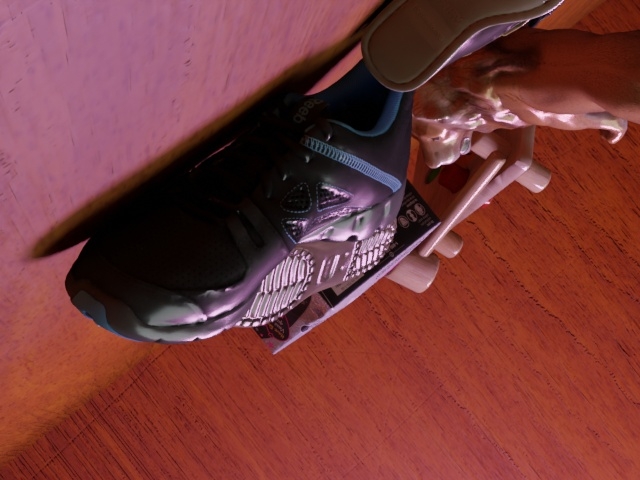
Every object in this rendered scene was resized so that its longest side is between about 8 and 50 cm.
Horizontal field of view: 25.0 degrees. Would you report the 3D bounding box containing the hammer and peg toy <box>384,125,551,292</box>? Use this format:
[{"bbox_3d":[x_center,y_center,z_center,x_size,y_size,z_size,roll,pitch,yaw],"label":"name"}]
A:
[{"bbox_3d":[0.208,-0.092,1.973,0.266,0.127,0.361,-41,-154,40],"label":"hammer and peg toy"}]

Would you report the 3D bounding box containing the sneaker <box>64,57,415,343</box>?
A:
[{"bbox_3d":[-0.053,-0.042,1.073,0.341,0.125,0.140,-33,148,-44],"label":"sneaker"}]

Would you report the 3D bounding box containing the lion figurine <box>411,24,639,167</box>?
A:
[{"bbox_3d":[0.252,-0.151,1.347,0.240,0.142,0.392,4,174,-34],"label":"lion figurine"}]

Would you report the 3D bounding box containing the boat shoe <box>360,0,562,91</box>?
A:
[{"bbox_3d":[0.121,-0.185,1.023,0.228,0.081,0.068,-30,-173,45],"label":"boat shoe"}]

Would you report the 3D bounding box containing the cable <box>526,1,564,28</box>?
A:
[{"bbox_3d":[0.317,-0.322,1.845,0.184,0.047,0.150,-37,178,-42],"label":"cable"}]

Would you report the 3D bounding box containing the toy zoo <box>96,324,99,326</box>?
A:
[{"bbox_3d":[-0.112,-0.012,1.422,0.293,0.030,0.192,-38,178,-22],"label":"toy zoo"}]

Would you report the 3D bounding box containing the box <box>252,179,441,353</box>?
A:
[{"bbox_3d":[0.000,0.000,1.768,0.247,0.163,0.142,-37,178,-44],"label":"box"}]

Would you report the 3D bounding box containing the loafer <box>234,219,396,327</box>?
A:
[{"bbox_3d":[-0.039,0.010,1.447,0.268,0.092,0.102,-16,135,-45],"label":"loafer"}]
